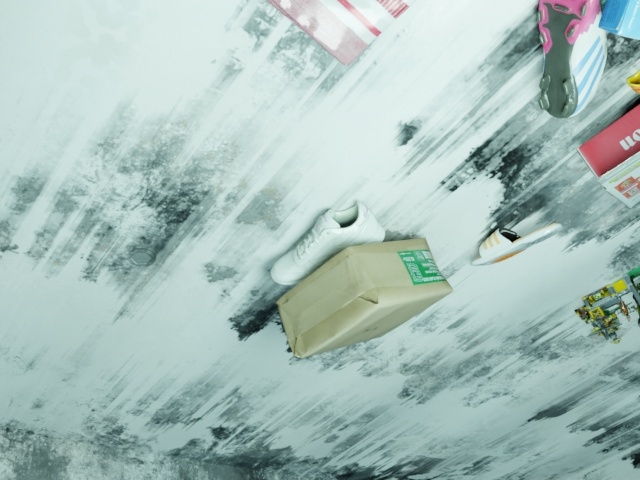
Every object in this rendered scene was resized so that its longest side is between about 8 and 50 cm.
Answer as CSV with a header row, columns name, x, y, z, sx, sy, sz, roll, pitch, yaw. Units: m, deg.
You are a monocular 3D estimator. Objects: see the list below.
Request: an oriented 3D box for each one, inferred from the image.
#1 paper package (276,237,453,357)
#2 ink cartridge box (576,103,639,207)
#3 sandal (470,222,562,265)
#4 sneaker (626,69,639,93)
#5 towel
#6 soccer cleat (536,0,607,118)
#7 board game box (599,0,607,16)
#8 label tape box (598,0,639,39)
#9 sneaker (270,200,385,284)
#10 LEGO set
name,x,y,z,sx,sy,sz,roll,pitch,yaw
paper package,0.112,0.140,1.584,0.324,0.168,0.309,-4,153,-47
ink cartridge box,0.748,-0.233,1.393,0.309,0.130,0.271,-39,148,28
sandal,0.512,-0.007,1.684,0.265,0.076,0.101,-32,159,37
sneaker,0.722,-0.380,1.326,0.067,0.064,0.175,20,128,-18
towel,0.084,-0.476,1.098,0.237,0.037,0.329,29,125,-37
soccer cleat,0.498,-0.402,1.234,0.143,0.116,0.331,-33,135,-26
board game box,0.530,-0.485,1.107,0.126,0.026,0.186,-35,122,-20
label tape box,0.663,-0.427,1.024,0.333,0.106,0.241,11,114,-1
sneaker,0.000,0.000,1.572,0.305,0.114,0.152,-28,130,6
LEGO set,0.990,0.234,1.970,0.331,0.192,0.255,-27,136,18
